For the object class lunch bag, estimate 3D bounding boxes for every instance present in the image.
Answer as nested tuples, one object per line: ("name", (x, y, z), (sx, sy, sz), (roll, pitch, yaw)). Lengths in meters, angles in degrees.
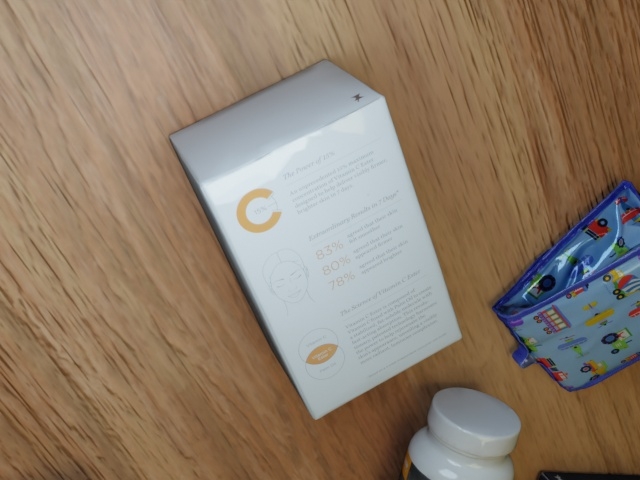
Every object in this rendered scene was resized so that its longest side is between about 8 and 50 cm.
("lunch bag", (0.410, 0.098, 1.315), (0.293, 0.138, 0.221), (-40, 126, 9))

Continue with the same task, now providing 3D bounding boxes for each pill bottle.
("pill bottle", (0.193, 0.369, 1.319), (0.162, 0.162, 0.278), (3, 112, -24))

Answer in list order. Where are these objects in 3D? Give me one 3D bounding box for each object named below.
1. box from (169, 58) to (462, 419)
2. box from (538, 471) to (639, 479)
("box", (0.000, 0.000, 1.057), (0.215, 0.168, 0.345), (-27, 122, -9))
("box", (0.481, 0.569, 1.526), (0.296, 0.183, 0.294), (9, 108, -27))
